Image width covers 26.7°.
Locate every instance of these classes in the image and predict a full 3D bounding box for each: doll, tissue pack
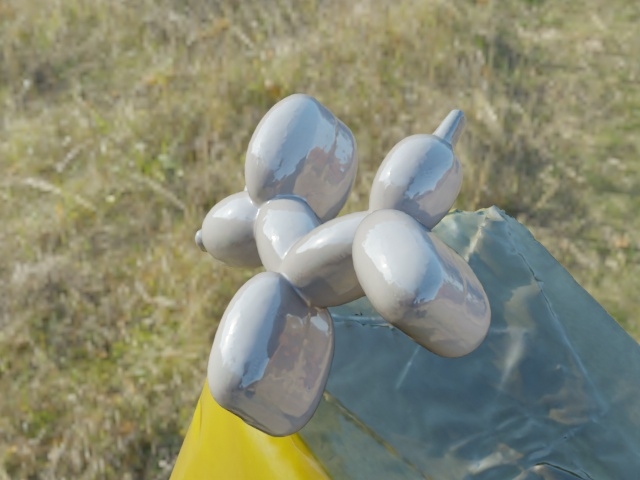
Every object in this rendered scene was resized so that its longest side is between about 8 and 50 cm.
[{"bbox_3d":[0.000,0.000,0.595,0.161,0.059,0.160,-28,43,33],"label":"doll"},{"bbox_3d":[0.054,0.220,0.752,0.228,0.382,0.293,-21,60,-35],"label":"tissue pack"}]
